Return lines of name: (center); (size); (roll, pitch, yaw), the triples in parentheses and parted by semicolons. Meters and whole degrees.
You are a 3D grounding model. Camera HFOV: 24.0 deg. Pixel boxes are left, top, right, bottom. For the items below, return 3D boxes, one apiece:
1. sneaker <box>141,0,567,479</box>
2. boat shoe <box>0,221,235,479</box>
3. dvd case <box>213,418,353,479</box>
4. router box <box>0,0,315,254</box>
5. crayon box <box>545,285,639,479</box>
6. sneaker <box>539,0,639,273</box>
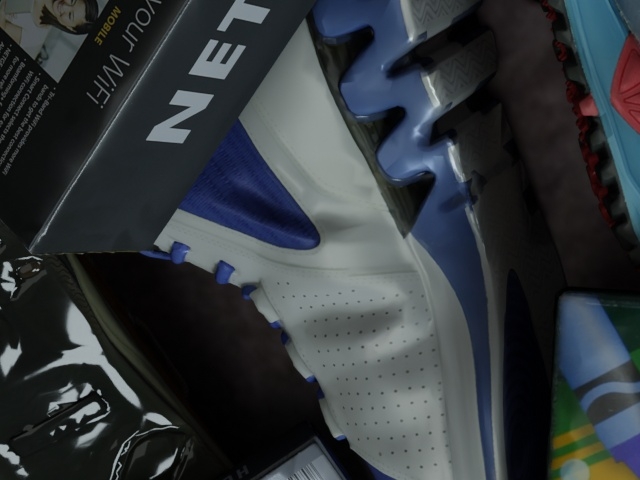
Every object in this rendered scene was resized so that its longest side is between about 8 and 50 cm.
sneaker: (0.000, -0.001, 0.684); (0.182, 0.127, 0.316); (-10, 99, 27)
boat shoe: (-0.114, 0.090, 0.756); (0.122, 0.120, 0.324); (-24, 118, 0)
dvd case: (-0.017, 0.227, 0.743); (0.179, 0.029, 0.239); (-34, 112, -2)
router box: (-0.087, -0.187, 0.594); (0.243, 0.081, 0.309); (45, 111, 23)
crayon box: (0.249, 0.129, 0.591); (0.323, 0.083, 0.203); (3, 90, 8)
sneaker: (0.147, -0.119, 0.606); (0.125, 0.104, 0.262); (-17, 107, 5)
